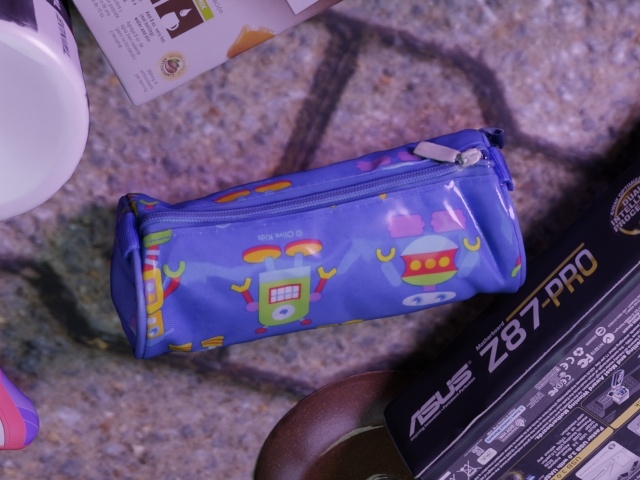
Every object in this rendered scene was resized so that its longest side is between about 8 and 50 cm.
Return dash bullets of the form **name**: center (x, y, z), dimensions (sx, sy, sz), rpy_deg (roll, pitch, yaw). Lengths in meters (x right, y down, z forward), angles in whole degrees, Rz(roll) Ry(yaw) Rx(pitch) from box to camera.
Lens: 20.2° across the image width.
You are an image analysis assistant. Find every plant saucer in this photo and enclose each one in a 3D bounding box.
- **plant saucer**: center (0.046, 0.198, 1.456), dimensions (0.199, 0.036, 0.198), rpy_deg (-7, 120, -11)

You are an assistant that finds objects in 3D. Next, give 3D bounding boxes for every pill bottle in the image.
- **pill bottle**: center (-0.214, -0.120, 1.093), dimensions (0.130, 0.245, 0.130), rpy_deg (-5, 119, -10)

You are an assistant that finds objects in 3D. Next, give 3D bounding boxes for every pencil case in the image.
- **pencil case**: center (0.000, 0.000, 1.286), dimensions (0.306, 0.119, 0.133), rpy_deg (-11, 137, -9)

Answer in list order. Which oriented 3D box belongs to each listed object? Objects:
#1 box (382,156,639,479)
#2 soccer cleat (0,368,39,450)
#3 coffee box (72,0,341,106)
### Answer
- **box**: center (0.293, 0.090, 1.392), dimensions (0.318, 0.097, 0.395), rpy_deg (33, 108, -34)
- **soccer cleat**: center (-0.291, 0.069, 1.275), dimensions (0.248, 0.083, 0.095), rpy_deg (34, 101, -25)
- **coffee box**: center (-0.042, -0.206, 1.148), dimensions (0.247, 0.141, 0.098), rpy_deg (-27, 128, 2)
